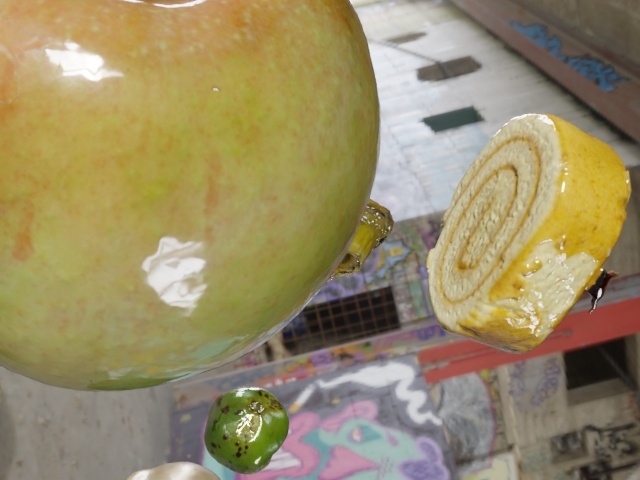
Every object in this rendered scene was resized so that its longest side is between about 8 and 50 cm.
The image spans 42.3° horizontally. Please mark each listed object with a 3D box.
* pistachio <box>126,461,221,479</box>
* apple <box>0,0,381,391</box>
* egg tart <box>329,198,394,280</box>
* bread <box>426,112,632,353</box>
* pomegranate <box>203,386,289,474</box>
[{"bbox_3d":[-0.183,0.371,0.923,0.299,0.187,0.188,-89,167,-65],"label":"pistachio"},{"bbox_3d":[-0.113,-0.074,0.494,0.277,0.319,0.319,-47,-131,49],"label":"apple"},{"bbox_3d":[0.000,0.000,1.664,0.315,0.314,0.120,76,11,-66],"label":"egg tart"},{"bbox_3d":[0.132,-0.005,0.537,0.149,0.073,0.122,-59,-156,24],"label":"bread"},{"bbox_3d":[-0.142,0.330,1.404,0.143,0.169,0.122,55,28,18],"label":"pomegranate"}]
